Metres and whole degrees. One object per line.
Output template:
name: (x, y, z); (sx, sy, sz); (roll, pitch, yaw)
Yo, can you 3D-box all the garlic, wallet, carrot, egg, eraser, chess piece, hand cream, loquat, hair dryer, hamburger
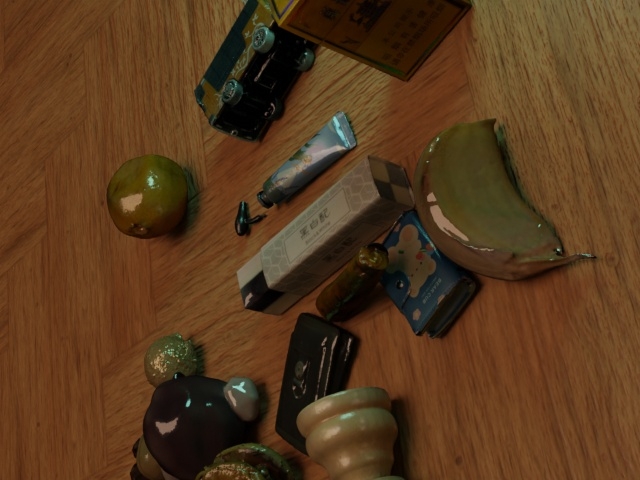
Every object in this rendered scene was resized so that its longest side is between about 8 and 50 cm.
garlic: (0.256, -0.041, 1.617); (0.196, 0.151, 0.338); (-41, 50, 17)
wallet: (-0.022, 0.266, 1.921); (0.169, 0.052, 0.245); (19, 96, 54)
carrot: (0.054, 0.076, 1.808); (0.260, 0.070, 0.070); (124, 144, -61)
egg: (-0.321, 0.268, 2.229); (0.116, 0.118, 0.140); (85, 162, -61)
eraser: (0.000, 0.000, 1.932); (0.404, 0.098, 0.096); (-41, 51, 35)
chess piece: (0.079, 0.401, 1.676); (0.167, 0.167, 0.299); (-41, 55, 35)
hand cream: (-0.029, -0.151, 2.061); (0.256, 0.055, 0.088); (-38, 56, 29)
loquat: (-0.393, -0.102, 2.378); (0.187, 0.176, 0.234); (-10, 42, 6)
hair dryer: (-0.144, -0.053, 2.187); (0.083, 0.031, 0.079); (-16, 57, 32)
wallet: (0.168, 0.058, 1.746); (0.141, 0.059, 0.202); (-56, 42, 22)
hamburger: (-0.140, 0.460, 1.913); (0.185, 0.177, 0.113); (-57, 0, 36)

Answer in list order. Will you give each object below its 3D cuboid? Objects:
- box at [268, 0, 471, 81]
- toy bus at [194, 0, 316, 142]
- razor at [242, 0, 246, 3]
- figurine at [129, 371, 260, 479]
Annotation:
box: (0.086, -0.412, 1.795); (0.193, 0.302, 0.084); (-49, 44, 29)
toy bus: (-0.140, -0.361, 2.183); (0.275, 0.139, 0.167); (-57, 41, 19)
razor: (-0.168, -0.471, 2.336); (0.068, 0.040, 0.135); (45, 120, 48)
figurine: (-0.269, 0.414, 2.105); (0.365, 0.206, 0.218); (119, 169, -55)
